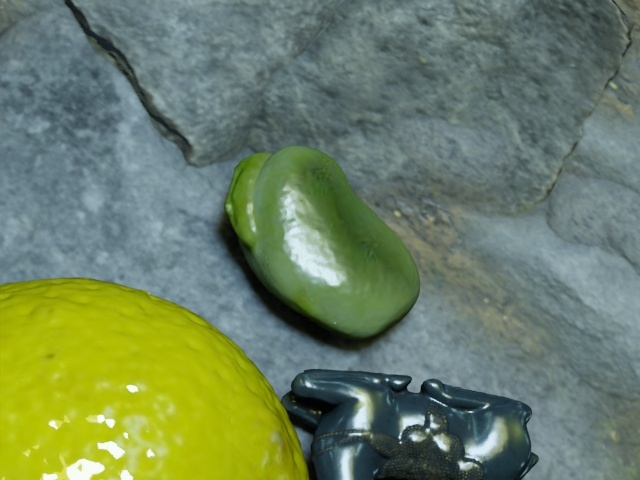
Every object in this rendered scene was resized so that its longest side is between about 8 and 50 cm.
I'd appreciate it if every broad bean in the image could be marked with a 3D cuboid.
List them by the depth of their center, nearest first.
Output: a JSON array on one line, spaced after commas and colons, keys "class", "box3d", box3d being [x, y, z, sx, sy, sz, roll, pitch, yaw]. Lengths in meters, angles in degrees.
[{"class": "broad bean", "box3d": [0.000, 0.000, 1.304, 0.124, 0.082, 0.174, -29, 72, -38]}]

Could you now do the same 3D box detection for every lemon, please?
[{"class": "lemon", "box3d": [-0.158, 0.184, 0.967, 0.336, 0.336, 0.336, 11, 54, -16]}]

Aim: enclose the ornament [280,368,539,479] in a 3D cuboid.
[{"class": "ornament", "box3d": [0.067, 0.218, 1.192, 0.202, 0.080, 0.236, 11, 52, -13]}]
